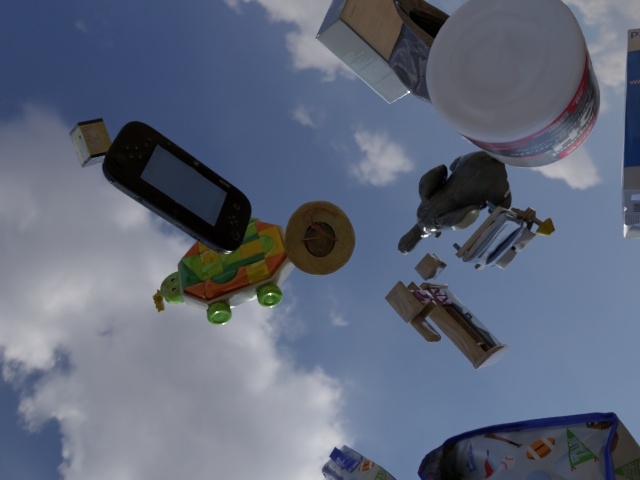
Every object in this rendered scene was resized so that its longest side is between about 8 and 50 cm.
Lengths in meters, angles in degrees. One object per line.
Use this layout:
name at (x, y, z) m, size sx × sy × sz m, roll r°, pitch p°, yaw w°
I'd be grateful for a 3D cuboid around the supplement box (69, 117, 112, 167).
supplement box at (-0.508, -0.216, 1.283) m, size 0.056 × 0.083 × 0.083 m, roll -22°, pitch -85°, yaw -37°

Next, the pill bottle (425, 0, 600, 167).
pill bottle at (0.275, -0.193, 0.776) m, size 0.318 × 0.176 × 0.176 m, roll 4°, pitch -126°, yaw -60°

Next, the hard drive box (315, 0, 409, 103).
hard drive box at (0.125, -0.453, 1.284) m, size 0.232 × 0.089 × 0.181 m, roll 36°, pitch -122°, yaw -25°

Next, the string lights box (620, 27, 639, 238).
string lights box at (0.451, -0.146, 0.781) m, size 0.133 × 0.076 × 0.260 m, roll 46°, pitch -129°, yaw -53°

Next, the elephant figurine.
elephant figurine at (0.274, -0.077, 1.213) m, size 0.239 × 0.169 × 0.186 m, roll -31°, pitch -62°, yaw -13°

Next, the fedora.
fedora at (0.229, -0.341, 1.105) m, size 0.275 × 0.124 × 0.244 m, roll 30°, pitch -144°, yaw -3°

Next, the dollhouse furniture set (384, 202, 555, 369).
dollhouse furniture set at (0.343, 0.075, 1.134) m, size 0.198 × 0.303 × 0.286 m, roll 47°, pitch -160°, yaw 26°

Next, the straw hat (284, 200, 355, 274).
straw hat at (0.000, 0.000, 1.114) m, size 0.144 × 0.144 × 0.061 m, roll 56°, pitch 176°, yaw 11°

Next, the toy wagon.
toy wagon at (-0.234, 0.074, 1.345) m, size 0.267 × 0.344 × 0.068 m, roll -112°, pitch 3°, yaw -48°

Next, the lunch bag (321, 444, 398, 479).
lunch bag at (0.118, 0.574, 1.288) m, size 0.243 × 0.303 × 0.115 m, roll 46°, pitch -109°, yaw -2°

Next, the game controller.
game controller at (-0.279, -0.105, 1.169) m, size 0.319 × 0.067 × 0.166 m, roll 36°, pitch -127°, yaw -26°

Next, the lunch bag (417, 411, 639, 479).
lunch bag at (0.411, 0.505, 1.050) m, size 0.328 × 0.385 × 0.239 m, roll 50°, pitch -133°, yaw -19°
